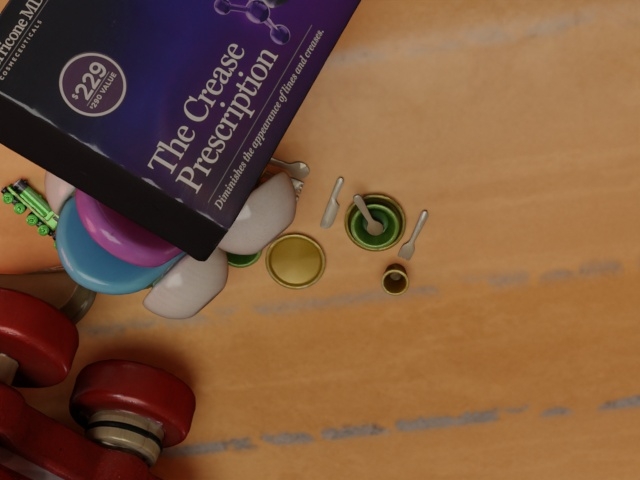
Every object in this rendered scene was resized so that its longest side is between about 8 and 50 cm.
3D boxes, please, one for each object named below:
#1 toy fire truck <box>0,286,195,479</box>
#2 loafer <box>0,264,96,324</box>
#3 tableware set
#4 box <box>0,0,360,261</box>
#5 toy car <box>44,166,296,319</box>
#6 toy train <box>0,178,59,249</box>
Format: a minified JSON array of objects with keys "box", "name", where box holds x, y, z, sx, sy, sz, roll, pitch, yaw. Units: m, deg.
[{"box":[-0.258,0.178,0.992,0.254,0.169,0.302,-18,138,39],"name":"toy fire truck"},{"box":[-0.248,0.052,0.995,0.148,0.056,0.050,-18,139,12],"name":"loafer"},{"box":[0.000,0.000,0.976,0.154,0.024,0.104,20,113,-4],"name":"tableware set"},{"box":[-0.084,-0.148,0.807,0.184,0.103,0.261,30,72,-5],"name":"box"},{"box":[-0.120,-0.029,0.902,0.182,0.136,0.159,-43,89,19],"name":"toy car"},{"box":[-0.217,-0.017,0.992,0.024,0.017,0.083,-44,103,9],"name":"toy train"}]
